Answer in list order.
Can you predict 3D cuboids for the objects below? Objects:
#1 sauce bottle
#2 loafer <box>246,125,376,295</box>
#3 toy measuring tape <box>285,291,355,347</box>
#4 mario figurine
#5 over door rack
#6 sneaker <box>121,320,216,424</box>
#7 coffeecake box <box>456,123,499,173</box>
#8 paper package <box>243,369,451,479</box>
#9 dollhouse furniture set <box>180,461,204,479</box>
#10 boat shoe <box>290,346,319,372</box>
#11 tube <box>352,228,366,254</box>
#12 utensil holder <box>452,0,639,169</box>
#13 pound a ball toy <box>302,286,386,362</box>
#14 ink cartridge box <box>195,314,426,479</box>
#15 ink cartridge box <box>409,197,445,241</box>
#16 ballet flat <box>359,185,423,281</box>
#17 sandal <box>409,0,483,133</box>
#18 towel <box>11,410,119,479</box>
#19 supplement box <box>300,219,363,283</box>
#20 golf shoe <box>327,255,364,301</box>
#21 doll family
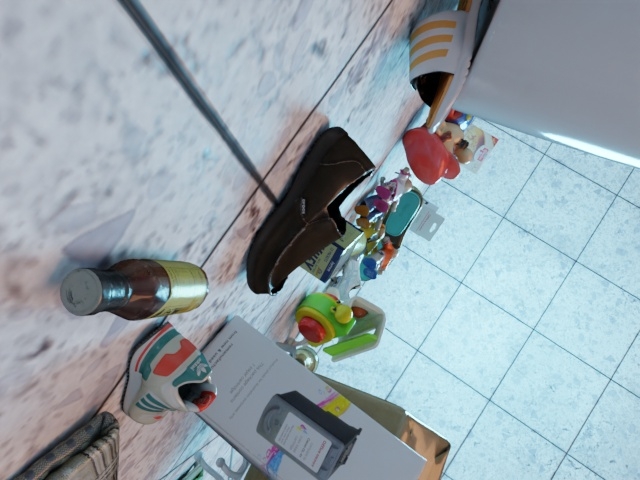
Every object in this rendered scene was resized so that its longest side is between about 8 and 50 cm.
[{"bbox_3d":[-0.118,0.032,0.305,0.042,0.042,0.128,-57,167,3],"label":"sauce bottle"},{"bbox_3d":[-0.012,-0.018,0.521,0.220,0.078,0.080,-60,169,17],"label":"loafer"},{"bbox_3d":[-0.033,0.201,1.122,0.121,0.121,0.330,-48,-171,-37],"label":"toy measuring tape"},{"bbox_3d":[0.309,-0.250,1.000,0.198,0.170,0.321,46,66,-44],"label":"mario figurine"},{"bbox_3d":[-0.169,0.383,0.995,0.240,0.108,0.324,-60,-177,16],"label":"over door rack"},{"bbox_3d":[-0.143,0.149,0.441,0.057,0.075,0.161,-45,164,-47],"label":"sneaker"},{"bbox_3d":[0.522,-0.348,1.644,0.142,0.185,0.068,-60,169,20],"label":"coffeecake box"},{"bbox_3d":[0.034,0.446,0.873,0.324,0.168,0.310,2,-123,49],"label":"paper package"},{"bbox_3d":[-0.307,0.633,0.940,0.198,0.151,0.301,-57,170,2],"label":"dollhouse furniture set"},{"bbox_3d":[-0.121,0.508,1.544,0.324,0.122,0.120,-66,163,6],"label":"boat shoe"},{"bbox_3d":[0.032,0.005,0.857,0.240,0.062,0.070,1,82,-72],"label":"tube"},{"bbox_3d":[0.399,-0.271,0.588,0.327,0.385,0.328,18,90,-88],"label":"utensil holder"},{"bbox_3d":[0.044,0.228,1.324,0.319,0.208,0.136,-42,-159,54],"label":"pound a ball toy"},{"bbox_3d":[-0.039,0.271,0.639,0.131,0.306,0.226,-51,169,-27],"label":"ink cartridge box"},{"bbox_3d":[0.321,-0.090,1.525,0.104,0.180,0.060,-62,168,29],"label":"ink cartridge box"},{"bbox_3d":[0.210,-0.024,1.443,0.349,0.123,0.123,-60,169,20],"label":"ballet flat"},{"bbox_3d":[0.154,-0.261,0.582,0.102,0.076,0.265,103,4,-77],"label":"sandal"},{"bbox_3d":[-0.294,0.330,0.363,0.324,0.056,0.312,-42,163,-50],"label":"towel"},{"bbox_3d":[0.000,0.000,0.614,0.056,0.083,0.083,-63,169,28],"label":"supplement box"},{"bbox_3d":[0.098,0.108,1.380,0.176,0.086,0.069,-55,168,-14],"label":"golf shoe"},{"bbox_3d":[0.126,-0.051,1.034,0.163,0.118,0.263,-31,136,-53],"label":"doll family"}]
